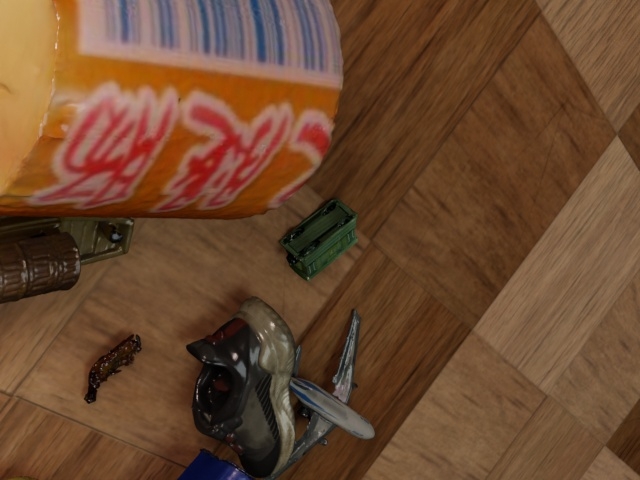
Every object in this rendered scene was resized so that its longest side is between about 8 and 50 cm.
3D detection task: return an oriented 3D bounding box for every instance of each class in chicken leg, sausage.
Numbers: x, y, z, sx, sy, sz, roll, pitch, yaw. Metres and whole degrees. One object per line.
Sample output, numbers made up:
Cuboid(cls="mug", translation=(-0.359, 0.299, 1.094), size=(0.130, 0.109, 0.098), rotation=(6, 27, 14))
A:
Cuboid(cls="chicken leg", translation=(-0.208, 0.124, 1.316), size=(0.083, 0.021, 0.036), rotation=(-49, 154, -7))
Cuboid(cls="sausage", translation=(-0.152, -0.129, 0.990), size=(0.287, 0.233, 0.233), rotation=(-1, 119, -51))

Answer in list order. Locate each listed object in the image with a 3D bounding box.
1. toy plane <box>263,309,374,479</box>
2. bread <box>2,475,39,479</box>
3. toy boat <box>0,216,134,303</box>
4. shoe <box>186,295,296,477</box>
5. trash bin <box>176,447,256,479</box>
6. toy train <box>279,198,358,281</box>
Cuboid(cls="toy plane", translation=(0.008, 0.196, 1.597), size=(0.226, 0.058, 0.226), rotation=(-61, 150, -10))
Cuboid(cls="bread", translation=(-0.290, 0.306, 1.316), size=(0.110, 0.103, 0.156), rotation=(-9, 131, -60))
Cuboid(cls="toy boat", translation=(-0.250, 0.014, 1.118), size=(0.226, 0.088, 0.068), rotation=(-11, 126, -43))
Cuboid(cls="shoe", translation=(-0.091, 0.168, 1.436), size=(0.112, 0.099, 0.227), rotation=(-18, 128, -31))
Cuboid(cls="trash bin", translation=(-0.148, 0.350, 1.447), size=(0.184, 0.162, 0.234), rotation=(42, 75, -21))
Cuboid(cls="toy train", translation=(0.000, 0.000, 1.444), size=(0.093, 0.038, 0.056), rotation=(-39, 149, -21))
